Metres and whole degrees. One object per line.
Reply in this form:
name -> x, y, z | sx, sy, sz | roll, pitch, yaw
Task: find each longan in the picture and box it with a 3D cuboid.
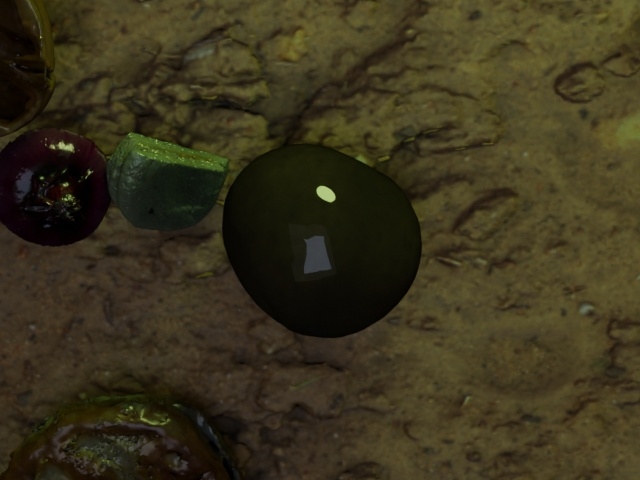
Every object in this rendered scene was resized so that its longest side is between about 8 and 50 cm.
longan -> 0.000, 0.000, 1.378 | 0.189, 0.189, 0.189 | 1, 112, 2

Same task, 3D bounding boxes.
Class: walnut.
walnut -> -0.321, -0.190, 1.353 | 0.211, 0.087, 0.167 | 26, 117, 3

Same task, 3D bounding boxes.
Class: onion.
onion -> -0.248, -0.047, 1.398 | 0.115, 0.104, 0.115 | -10, 118, -20

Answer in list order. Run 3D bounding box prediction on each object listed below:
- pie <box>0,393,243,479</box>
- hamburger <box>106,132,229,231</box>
pie -> -0.202, 0.276, 1.533 | 0.308, 0.085, 0.308 | -1, 112, -2
hamburger -> -0.144, -0.046, 1.406 | 0.121, 0.054, 0.084 | 8, 116, -38
